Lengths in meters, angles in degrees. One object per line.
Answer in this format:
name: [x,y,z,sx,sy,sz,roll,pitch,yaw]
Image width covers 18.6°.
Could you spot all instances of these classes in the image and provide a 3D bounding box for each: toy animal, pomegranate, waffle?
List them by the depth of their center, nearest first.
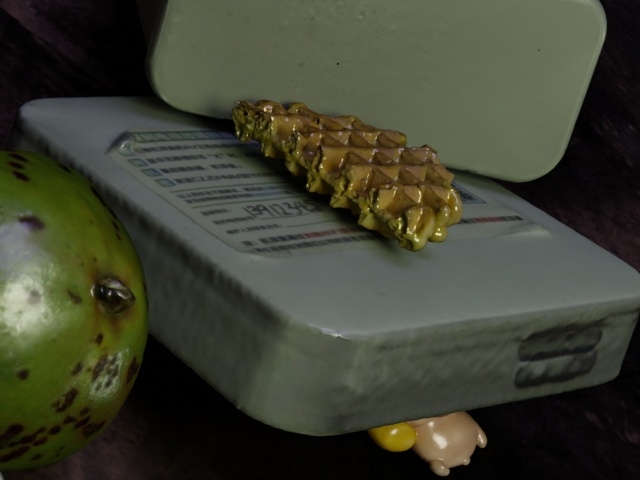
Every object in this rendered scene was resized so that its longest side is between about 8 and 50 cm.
pomegranate: [-0.230,0.044,1.278,0.211,0.263,0.211,3,87,-60]
waffle: [0.016,-0.054,1.451,0.192,0.046,0.160,21,23,7]
toy animal: [0.083,0.127,1.536,0.114,0.082,0.091,41,29,8]

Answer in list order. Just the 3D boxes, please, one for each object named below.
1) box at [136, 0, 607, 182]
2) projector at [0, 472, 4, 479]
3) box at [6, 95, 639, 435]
box: [0.017,-0.210,1.676,0.352,0.177,0.344,11,19,-16]
projector: [-0.327,0.145,0.941,0.249,0.248,0.248,-17,80,-52]
box: [0.000,0.001,1.518,0.396,0.111,0.396,-4,30,-44]
